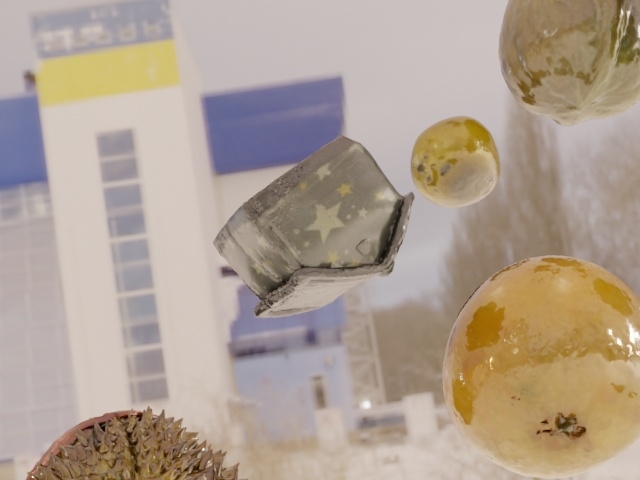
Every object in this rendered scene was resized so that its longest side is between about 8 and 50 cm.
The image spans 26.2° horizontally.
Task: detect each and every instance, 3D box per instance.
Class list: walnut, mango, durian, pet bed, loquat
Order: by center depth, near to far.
[{"bbox_3d":[0.000,0.000,1.575,0.183,0.159,0.211,-36,-3,-24],"label":"pet bed"},{"bbox_3d":[0.269,0.147,1.616,0.263,0.263,0.263,-9,-7,-1],"label":"loquat"},{"bbox_3d":[-0.249,0.390,1.870,0.347,0.348,0.384,-9,21,-1],"label":"durian"},{"bbox_3d":[0.207,-0.110,2.025,0.137,0.098,0.195,-50,-35,13],"label":"mango"},{"bbox_3d":[0.379,-0.306,2.030,0.227,0.283,0.283,11,-11,-9],"label":"walnut"}]
